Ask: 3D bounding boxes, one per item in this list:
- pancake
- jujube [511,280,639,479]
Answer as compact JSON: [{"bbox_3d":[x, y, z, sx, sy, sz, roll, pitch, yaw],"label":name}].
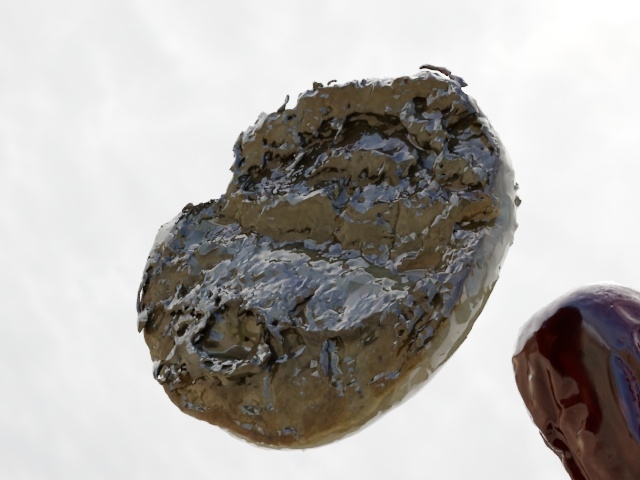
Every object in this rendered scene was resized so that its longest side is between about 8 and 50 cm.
[{"bbox_3d":[-0.001,-0.001,1.043,0.382,0.382,0.071,20,-22,46],"label":"pancake"},{"bbox_3d":[0.259,0.146,1.036,0.155,0.155,0.230,99,-22,-54],"label":"jujube"}]
